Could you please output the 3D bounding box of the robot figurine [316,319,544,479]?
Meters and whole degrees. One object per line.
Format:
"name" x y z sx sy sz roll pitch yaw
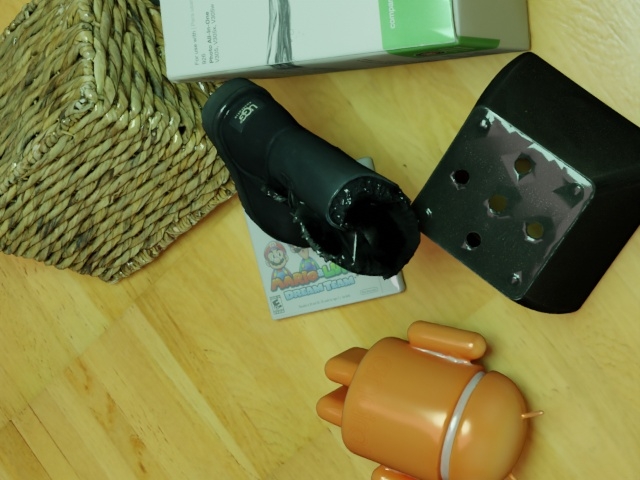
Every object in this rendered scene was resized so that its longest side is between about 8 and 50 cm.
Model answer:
"robot figurine" 0.107 0.173 1.251 0.219 0.128 0.158 17 66 23

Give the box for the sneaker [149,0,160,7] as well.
"sneaker" -0.112 -0.358 1.261 0.122 0.146 0.331 36 114 15

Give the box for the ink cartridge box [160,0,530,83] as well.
"ink cartridge box" 0.023 -0.220 1.177 0.289 0.211 0.122 -3 96 26

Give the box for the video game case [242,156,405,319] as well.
"video game case" 0.000 0.000 1.333 0.157 0.019 0.143 -14 92 27

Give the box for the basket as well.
"basket" -0.237 -0.120 1.360 0.299 0.223 0.214 -38 49 37

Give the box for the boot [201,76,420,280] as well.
"boot" 0.008 -0.024 1.160 0.094 0.246 0.207 -43 53 -7

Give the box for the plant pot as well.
"plant pot" 0.187 -0.042 1.154 0.188 0.167 0.187 38 113 15
